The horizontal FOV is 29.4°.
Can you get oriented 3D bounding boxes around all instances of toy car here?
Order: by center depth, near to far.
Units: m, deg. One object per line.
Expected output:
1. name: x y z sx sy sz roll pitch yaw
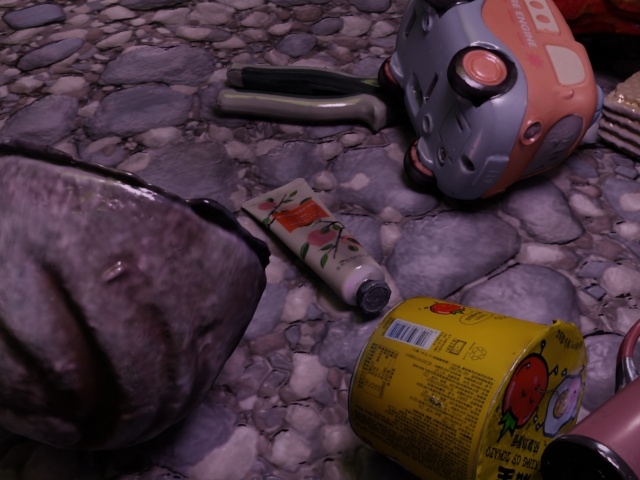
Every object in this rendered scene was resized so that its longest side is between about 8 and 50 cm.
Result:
1. toy car: 0.200 -0.181 1.357 0.213 0.180 0.270 -3 57 -19

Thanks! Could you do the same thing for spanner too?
1. spanner: 0.039 -0.173 1.472 0.325 0.040 0.095 6 42 8

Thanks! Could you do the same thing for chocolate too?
1. chocolate: -0.211 0.069 1.049 0.303 0.303 0.212 12 74 14

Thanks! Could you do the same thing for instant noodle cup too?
1. instant noodle cup: 0.119 0.131 1.028 0.144 0.182 0.182 21 45 34

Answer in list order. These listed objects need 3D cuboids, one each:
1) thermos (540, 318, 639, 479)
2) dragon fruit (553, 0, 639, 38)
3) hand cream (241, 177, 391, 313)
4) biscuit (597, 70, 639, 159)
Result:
1. thermos: 0.333 0.130 1.068 0.330 0.109 0.136 -30 36 -29
2. dragon fruit: 0.302 -0.397 1.469 0.286 0.329 0.228 2 19 14
3. hand cream: 0.000 0.000 1.276 0.080 0.050 0.234 -24 40 -19
4. biscuit: 0.511 -0.214 1.484 0.426 0.078 0.144 -32 49 -32
